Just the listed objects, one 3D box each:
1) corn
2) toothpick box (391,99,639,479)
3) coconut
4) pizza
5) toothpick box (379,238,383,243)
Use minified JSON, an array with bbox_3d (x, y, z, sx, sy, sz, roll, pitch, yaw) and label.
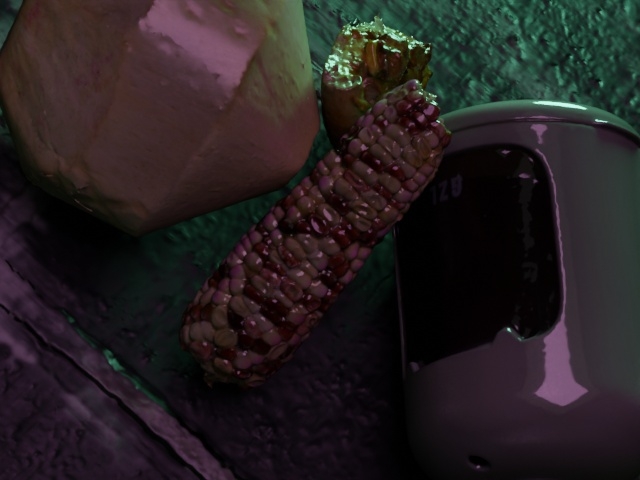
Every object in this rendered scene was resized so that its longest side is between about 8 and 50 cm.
[{"bbox_3d":[0.000,0.000,1.497,0.092,0.092,0.280,43,100,3],"label":"corn"},{"bbox_3d":[0.170,0.073,1.537,0.229,0.229,0.316,4,67,-17],"label":"toothpick box"},{"bbox_3d":[-0.116,-0.125,1.509,0.259,0.259,0.259,7,65,-16],"label":"coconut"},{"bbox_3d":[0.049,-0.121,1.586,0.058,0.246,0.127,11,88,12],"label":"pizza"},{"bbox_3d":[0.004,-0.007,1.597,0.083,0.052,0.052,-23,76,-24],"label":"toothpick box"}]
